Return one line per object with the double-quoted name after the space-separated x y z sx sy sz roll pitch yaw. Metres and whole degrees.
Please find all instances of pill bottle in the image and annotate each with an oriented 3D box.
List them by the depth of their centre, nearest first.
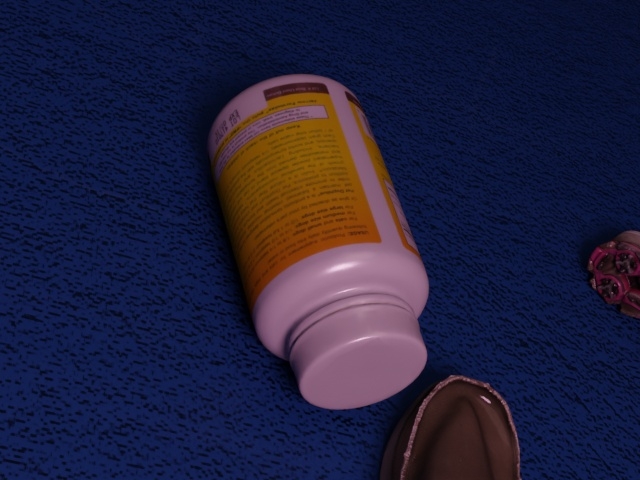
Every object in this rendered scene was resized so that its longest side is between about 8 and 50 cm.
0.000 0.000 0.829 0.117 0.117 0.215 6 48 -29 "pill bottle"

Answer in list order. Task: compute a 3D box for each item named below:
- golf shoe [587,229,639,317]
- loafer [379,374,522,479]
0.307 0.060 1.011 0.086 0.067 0.186 -22 65 -46 "golf shoe"
0.085 0.172 0.741 0.094 0.087 0.251 26 41 -9 "loafer"
